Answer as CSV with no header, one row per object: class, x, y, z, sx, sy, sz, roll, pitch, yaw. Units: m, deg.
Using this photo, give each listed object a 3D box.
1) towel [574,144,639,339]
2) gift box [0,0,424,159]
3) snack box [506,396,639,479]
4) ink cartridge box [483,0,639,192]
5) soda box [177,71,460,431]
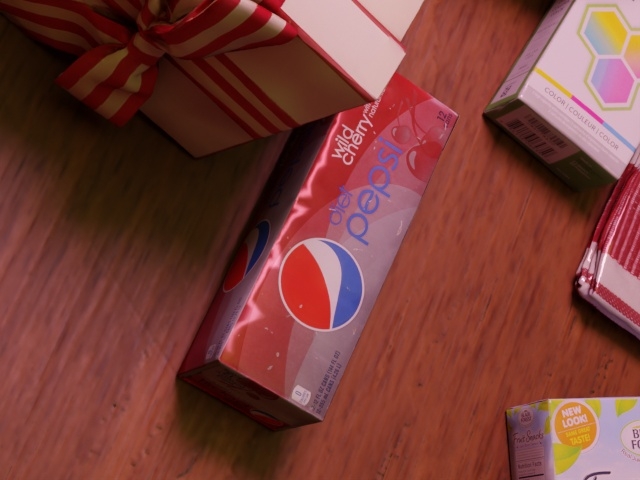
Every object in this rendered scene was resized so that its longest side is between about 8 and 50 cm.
towel,0.363,-0.030,1.275,0.237,0.037,0.329,35,67,-17
gift box,-0.081,-0.220,0.994,0.276,0.255,0.258,38,63,-19
snack box,0.239,0.225,1.137,0.174,0.070,0.207,1,76,-24
ink cartridge box,0.235,-0.156,1.221,0.109,0.062,0.209,38,69,-13
soda box,0.000,0.000,1.069,0.092,0.083,0.263,32,66,-16
